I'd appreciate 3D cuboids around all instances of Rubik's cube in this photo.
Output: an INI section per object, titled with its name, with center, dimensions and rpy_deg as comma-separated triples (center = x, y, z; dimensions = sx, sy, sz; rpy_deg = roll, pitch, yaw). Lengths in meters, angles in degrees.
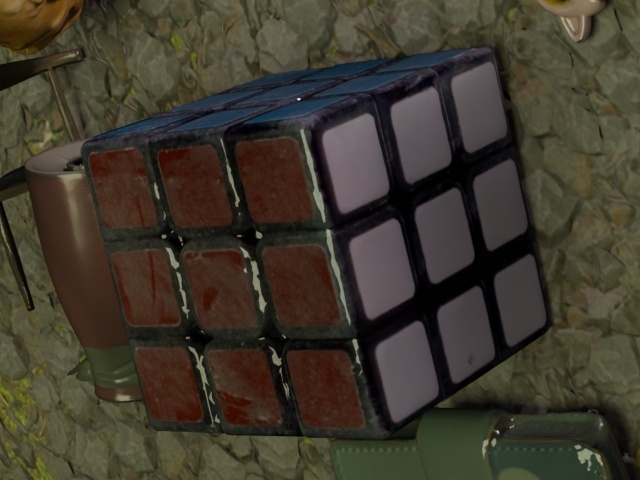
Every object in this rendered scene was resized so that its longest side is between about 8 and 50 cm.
[Rubik's cube]
center = 0.000, 0.000, 1.726
dimensions = 0.305, 0.301, 0.303
rpy_deg = -1, 107, 39

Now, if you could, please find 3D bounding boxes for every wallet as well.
[wallet]
center = 0.175, 0.286, 1.846
dimensions = 0.360, 0.083, 0.252
rpy_deg = -5, 109, 40

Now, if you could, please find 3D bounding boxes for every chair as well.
[chair]
center = -0.273, -0.084, 2.000
dimensions = 0.166, 0.188, 0.272
rpy_deg = -15, 100, 41

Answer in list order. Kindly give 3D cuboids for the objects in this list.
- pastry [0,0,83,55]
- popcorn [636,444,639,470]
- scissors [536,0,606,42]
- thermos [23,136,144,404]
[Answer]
[pastry]
center = -0.373, -0.344, 1.935
dimensions = 0.184, 0.284, 0.316
rpy_deg = -54, 43, 1
[popcorn]
center = 0.402, 0.208, 1.533
dimensions = 0.258, 0.224, 0.270
rpy_deg = 50, 154, 46
[scissors]
center = 0.181, -0.334, 1.627
dimensions = 0.160, 0.024, 0.317
rpy_deg = -38, 82, 42
[thermos]
center = -0.195, 0.034, 1.841
dimensions = 0.176, 0.146, 0.265
rpy_deg = -6, 107, 12
